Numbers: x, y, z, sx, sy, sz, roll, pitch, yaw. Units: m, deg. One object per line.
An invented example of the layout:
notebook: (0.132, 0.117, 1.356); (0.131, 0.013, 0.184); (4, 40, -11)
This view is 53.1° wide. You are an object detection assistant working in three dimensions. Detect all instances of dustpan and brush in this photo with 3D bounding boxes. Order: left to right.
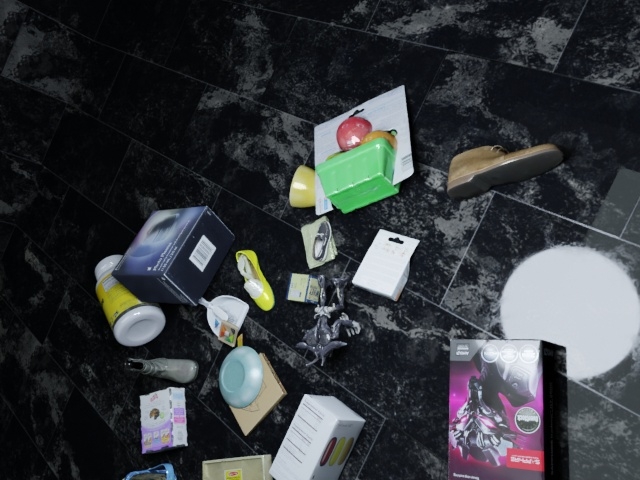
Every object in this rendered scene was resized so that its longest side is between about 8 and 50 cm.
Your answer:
dustpan and brush: (-0.350, 0.234, 2.162); (0.211, 0.060, 0.147); (29, 96, 40)

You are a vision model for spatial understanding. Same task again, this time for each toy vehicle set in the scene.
toy vehicle set: (-0.256, 0.751, 1.956); (0.266, 0.035, 0.166); (-18, 67, 34)

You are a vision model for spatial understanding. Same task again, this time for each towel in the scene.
towel: (-0.006, 0.006, 1.977); (0.110, 0.027, 0.148); (-25, 63, 30)

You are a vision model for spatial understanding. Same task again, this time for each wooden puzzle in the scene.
wooden puzzle: (-0.303, 0.305, 2.102); (0.116, 0.014, 0.079); (16, 106, 24)

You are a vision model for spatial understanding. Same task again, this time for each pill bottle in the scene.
pill bottle: (-0.719, 0.214, 2.379); (0.188, 0.187, 0.334); (-50, 52, 16)

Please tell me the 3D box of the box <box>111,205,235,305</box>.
box: (-0.504, 0.052, 2.192); (0.293, 0.183, 0.296); (-3, 49, 38)

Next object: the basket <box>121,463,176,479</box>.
basket: (-0.540, 0.858, 2.042); (0.288, 0.201, 0.255); (-27, 61, 41)

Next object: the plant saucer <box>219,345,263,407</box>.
plant saucer: (-0.264, 0.430, 2.027); (0.194, 0.037, 0.195); (-13, 69, 36)

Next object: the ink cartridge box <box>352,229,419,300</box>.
ink cartridge box: (0.189, 0.068, 1.809); (0.145, 0.045, 0.179); (18, 70, 41)

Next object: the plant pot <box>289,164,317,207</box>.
plant pot: (-0.027, -0.159, 1.988); (0.095, 0.134, 0.134); (15, 87, 15)

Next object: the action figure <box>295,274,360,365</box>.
action figure: (0.030, 0.239, 1.814); (0.164, 0.141, 0.276); (-10, 56, 34)

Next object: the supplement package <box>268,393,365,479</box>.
supplement package: (-0.009, 0.562, 1.747); (0.133, 0.139, 0.244); (28, 96, 41)

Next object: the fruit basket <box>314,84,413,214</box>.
fruit basket: (0.123, -0.264, 1.895); (0.326, 0.165, 0.353); (-21, 46, 27)

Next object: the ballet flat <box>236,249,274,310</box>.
ballet flat: (-0.222, 0.126, 2.080); (0.077, 0.077, 0.231); (-39, 57, 23)

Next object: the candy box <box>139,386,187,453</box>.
candy box: (-0.539, 0.617, 2.197); (0.164, 0.070, 0.197); (-22, 65, 32)

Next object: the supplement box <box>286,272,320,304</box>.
supplement box: (-0.050, 0.147, 1.952); (0.083, 0.056, 0.083); (3, 79, 39)

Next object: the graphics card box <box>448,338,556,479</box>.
graphics card box: (0.418, 0.415, 1.482); (0.232, 0.094, 0.371); (-6, 73, 38)

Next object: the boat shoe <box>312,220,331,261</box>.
boat shoe: (0.000, 0.000, 1.931); (0.046, 0.038, 0.125); (6, 81, 37)

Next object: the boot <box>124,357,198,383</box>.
boot: (-0.550, 0.442, 2.195); (0.246, 0.161, 0.084); (-5, 75, 37)

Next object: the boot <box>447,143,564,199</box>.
boot: (0.458, -0.204, 1.625); (0.305, 0.112, 0.115); (-16, 57, 37)

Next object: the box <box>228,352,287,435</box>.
box: (-0.206, 0.480, 2.004); (0.201, 0.021, 0.164); (-49, 53, 16)
